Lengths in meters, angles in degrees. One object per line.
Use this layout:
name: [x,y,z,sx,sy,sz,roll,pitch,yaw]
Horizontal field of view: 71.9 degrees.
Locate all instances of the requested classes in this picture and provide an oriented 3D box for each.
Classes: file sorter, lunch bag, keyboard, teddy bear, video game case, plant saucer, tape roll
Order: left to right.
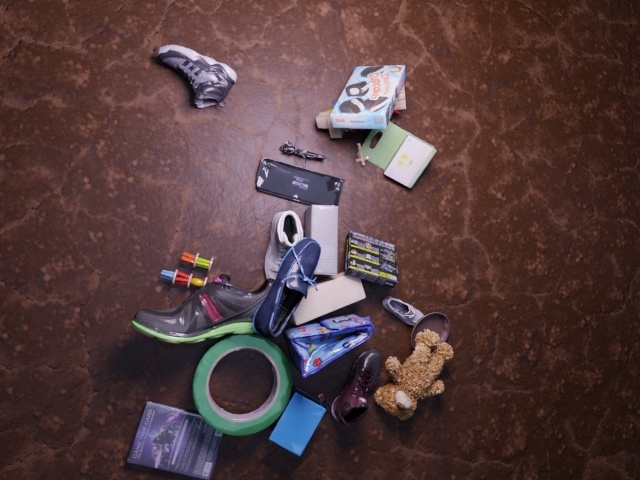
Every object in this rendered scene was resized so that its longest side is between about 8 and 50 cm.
video game case: [-0.464,0.655,1.444,0.274,0.026,0.196,19,83,-11]
tape roll: [-0.258,0.471,1.465,0.320,0.077,0.322,2,81,-15]
file sorter: [-0.080,0.604,1.489,0.118,0.104,0.170,31,83,-5]
keyboard: [-0.065,-0.240,1.590,0.316,0.033,0.202,15,90,-13]
lunch bag: [0.039,0.324,1.480,0.293,0.221,0.138,-18,91,-13]
teddy bear: [0.345,0.484,1.577,0.338,0.113,0.245,-36,112,-13]
plant saucer: [0.404,0.340,1.641,0.168,0.029,0.169,-7,110,-20]

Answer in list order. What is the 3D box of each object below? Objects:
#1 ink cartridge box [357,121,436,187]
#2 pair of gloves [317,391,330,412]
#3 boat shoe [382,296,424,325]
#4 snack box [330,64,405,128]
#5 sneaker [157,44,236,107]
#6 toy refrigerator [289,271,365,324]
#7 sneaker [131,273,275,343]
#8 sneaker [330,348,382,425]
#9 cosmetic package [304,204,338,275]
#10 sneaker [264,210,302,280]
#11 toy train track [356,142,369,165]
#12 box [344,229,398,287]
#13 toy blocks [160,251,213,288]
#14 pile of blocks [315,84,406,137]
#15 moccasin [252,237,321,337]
ink cartridge box: [0.277,-0.321,1.619,0.235,0.056,0.171,26,119,-12]
pair of gloves: [-0.009,0.588,1.562,0.083,0.010,0.074,-31,91,-15]
boat shoe: [0.317,0.262,1.630,0.184,0.063,0.066,36,80,-8]
snack box: [0.172,-0.503,1.531,0.187,0.060,0.322,7,50,20]
sneaker: [-0.428,-0.544,1.486,0.268,0.101,0.153,16,80,-14]
toy refrigerator: [0.011,0.194,1.538,0.269,0.094,0.102,-19,96,-20]
sneaker: [-0.353,0.213,1.426,0.482,0.185,0.203,-5,89,-24]
sneaker: [0.151,0.519,1.525,0.106,0.162,0.282,32,80,-9]
cosmetic package: [0.000,0.000,1.542,0.107,0.127,0.238,5,87,-13]
sneaker: [-0.126,0.043,1.488,0.108,0.169,0.293,1,88,-15]
toy train track: [0.151,-0.320,1.638,0.048,0.014,0.083,-12,98,19]
box: [0.181,0.065,1.571,0.190,0.045,0.184,17,47,-12]
toy blocks: [-0.445,0.095,1.468,0.148,0.054,0.123,16,84,-11]
pile of blocks: [0.155,-0.475,1.633,0.361,0.149,0.113,-20,134,-5]
moccasin: [-0.078,0.155,1.380,0.137,0.116,0.342,32,78,-34]
